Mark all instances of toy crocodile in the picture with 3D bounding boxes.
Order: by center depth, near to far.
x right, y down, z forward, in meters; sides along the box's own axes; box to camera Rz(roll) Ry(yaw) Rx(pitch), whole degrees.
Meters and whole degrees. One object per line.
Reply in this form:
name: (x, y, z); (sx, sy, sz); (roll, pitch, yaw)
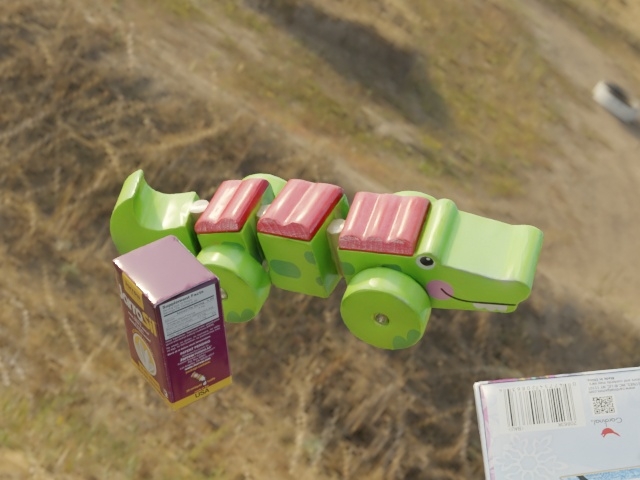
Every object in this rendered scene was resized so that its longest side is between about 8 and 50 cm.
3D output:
toy crocodile: (0.000, 0.000, 0.992); (0.341, 0.105, 0.115); (7, 46, 23)

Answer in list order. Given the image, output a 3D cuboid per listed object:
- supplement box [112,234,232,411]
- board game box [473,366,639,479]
supplement box: (-0.086, 0.048, 0.752); (0.043, 0.083, 0.055); (-24, 40, -24)
board game box: (0.261, 0.214, 0.735); (0.319, 0.066, 0.318); (-6, 51, 7)
